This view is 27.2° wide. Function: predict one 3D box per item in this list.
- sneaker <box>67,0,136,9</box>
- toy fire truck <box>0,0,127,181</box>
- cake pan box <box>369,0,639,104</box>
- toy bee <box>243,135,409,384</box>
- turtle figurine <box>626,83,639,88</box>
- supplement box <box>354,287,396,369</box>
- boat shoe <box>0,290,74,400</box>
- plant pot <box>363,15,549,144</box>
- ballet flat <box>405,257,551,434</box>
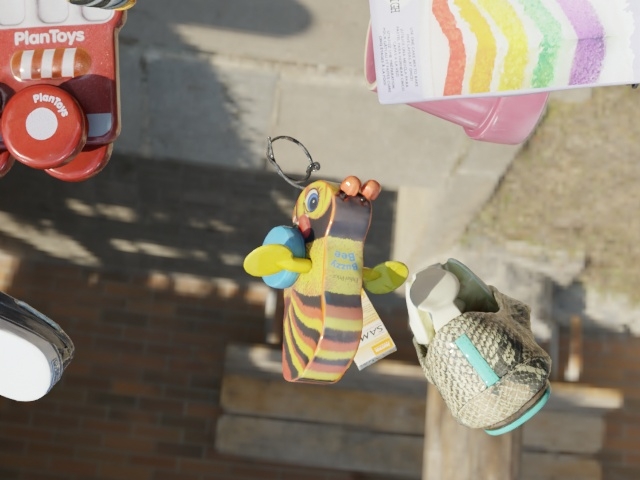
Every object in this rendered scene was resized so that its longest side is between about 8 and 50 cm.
[{"bbox_3d":[-0.184,-0.304,1.260,0.083,0.084,0.215,-24,150,-52],"label":"sneaker"},{"bbox_3d":[-0.386,-0.204,1.622,0.302,0.254,0.169,-2,176,4],"label":"toy fire truck"},{"bbox_3d":[0.143,-0.239,0.972,0.245,0.267,0.070,2,-171,39],"label":"cake pan box"},{"bbox_3d":[0.000,0.000,1.456,0.195,0.298,0.162,-16,170,-37],"label":"toy bee"},{"bbox_3d":[0.495,-0.294,2.133,0.217,0.087,0.269,8,-157,-8],"label":"turtle figurine"},{"bbox_3d":[0.058,0.126,1.881,0.062,0.098,0.036,-29,162,-3],"label":"supplement box"},{"bbox_3d":[-0.426,0.080,1.524,0.301,0.108,0.102,23,-157,3],"label":"boat shoe"},{"bbox_3d":[0.152,-0.219,1.493,0.180,0.201,0.201,9,159,-12],"label":"plant pot"},{"bbox_3d":[0.178,0.107,1.634,0.164,0.182,0.483,-37,-179,4],"label":"ballet flat"}]
